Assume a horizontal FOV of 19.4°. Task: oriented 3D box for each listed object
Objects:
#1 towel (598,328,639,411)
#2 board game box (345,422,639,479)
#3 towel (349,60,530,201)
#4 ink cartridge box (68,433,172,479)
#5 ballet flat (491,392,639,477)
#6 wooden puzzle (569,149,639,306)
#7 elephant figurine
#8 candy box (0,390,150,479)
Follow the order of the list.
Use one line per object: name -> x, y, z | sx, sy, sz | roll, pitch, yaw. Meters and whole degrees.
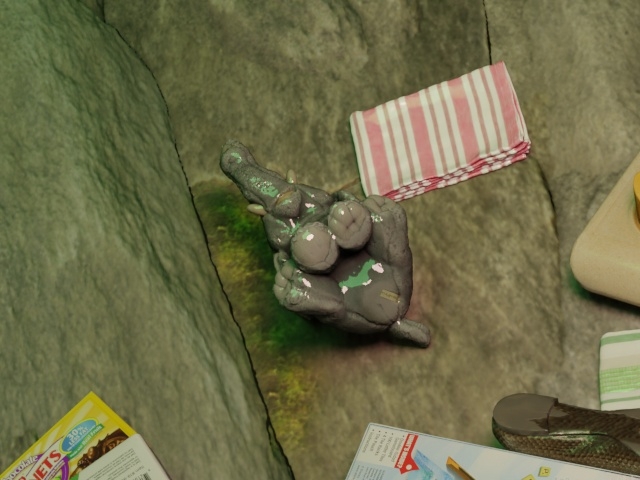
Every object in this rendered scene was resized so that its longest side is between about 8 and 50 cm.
towel -> 0.332, 0.154, 1.844 | 0.113, 0.023, 0.152 | -9, 54, 19
board game box -> 0.137, 0.344, 1.744 | 0.318, 0.066, 0.319 | 9, 58, 28
towel -> 0.132, -0.123, 2.129 | 0.197, 0.029, 0.144 | -19, 49, 8
ink cartridge box -> -0.187, 0.322, 1.880 | 0.153, 0.087, 0.208 | -34, 49, -5
ballet flat -> 0.283, 0.200, 1.789 | 0.250, 0.058, 0.084 | 8, 39, 21
wooden puzzle -> 0.463, -0.062, 1.899 | 0.322, 0.080, 0.348 | 18, 59, 32
elephant figurine -> 0.000, 0.000, 2.018 | 0.169, 0.186, 0.239 | -3, 15, -22
candy box -> -0.289, 0.262, 2.008 | 0.206, 0.027, 0.105 | -43, 48, -13
